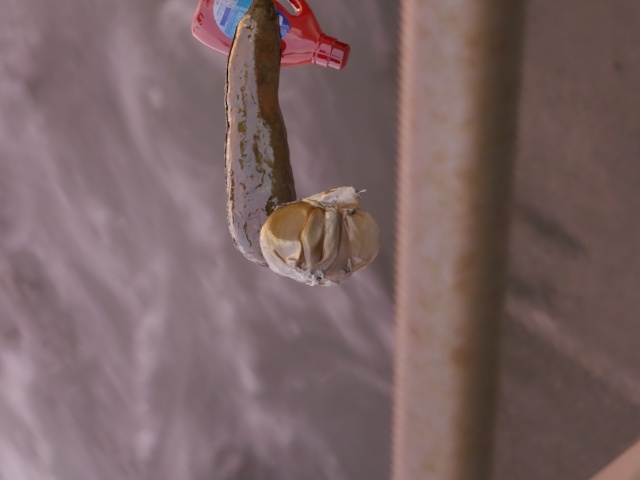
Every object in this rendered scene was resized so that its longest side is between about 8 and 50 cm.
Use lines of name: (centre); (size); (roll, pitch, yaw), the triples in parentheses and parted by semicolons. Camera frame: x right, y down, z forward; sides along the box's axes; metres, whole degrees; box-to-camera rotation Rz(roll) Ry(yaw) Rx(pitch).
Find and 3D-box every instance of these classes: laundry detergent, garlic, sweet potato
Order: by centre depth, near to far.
garlic: (0.000, 0.005, 1.749); (0.074, 0.113, 0.094); (91, 180, -66)
sweet potato: (-0.063, -0.108, 1.866); (0.075, 0.075, 0.273); (-5, 89, 56)
laundry detergent: (-0.045, -0.223, 1.960); (0.165, 0.097, 0.049); (20, 165, 6)
